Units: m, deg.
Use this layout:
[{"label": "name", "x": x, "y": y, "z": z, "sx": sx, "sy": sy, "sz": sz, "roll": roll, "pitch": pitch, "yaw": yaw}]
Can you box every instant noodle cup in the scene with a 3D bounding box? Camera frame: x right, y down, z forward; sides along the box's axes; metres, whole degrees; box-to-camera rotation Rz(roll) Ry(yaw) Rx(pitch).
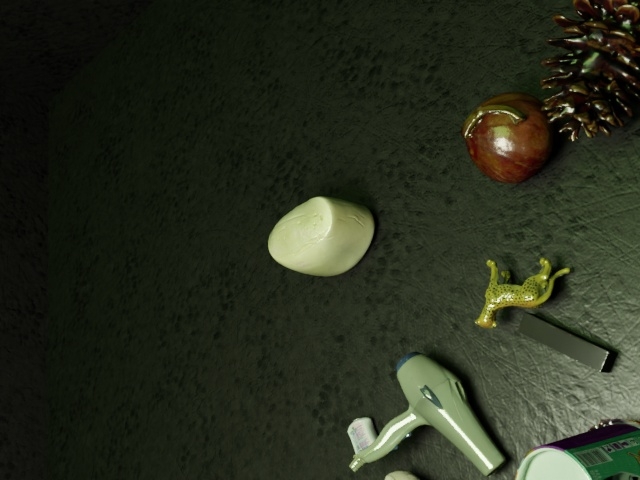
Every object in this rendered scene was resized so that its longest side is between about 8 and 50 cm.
[{"label": "instant noodle cup", "x": 0.463, "y": 0.433, "z": 1.258, "sx": 0.251, "sy": 0.190, "sz": 0.251, "roll": -7, "pitch": 82, "yaw": 61}]

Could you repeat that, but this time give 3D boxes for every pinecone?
[{"label": "pinecone", "x": 0.532, "y": -0.329, "z": 1.419, "sx": 0.246, "sy": 0.246, "sz": 0.292, "roll": 30, "pitch": 102, "yaw": 45}]

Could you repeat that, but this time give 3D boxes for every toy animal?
[{"label": "toy animal", "x": 0.408, "y": 0.109, "z": 1.513, "sx": 0.181, "sy": 0.073, "sz": 0.136, "roll": -5, "pitch": 54, "yaw": 39}]

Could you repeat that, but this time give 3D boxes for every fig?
[{"label": "fig", "x": 0.387, "y": -0.221, "z": 1.557, "sx": 0.205, "sy": 0.205, "sz": 0.205, "roll": -14, "pitch": 69, "yaw": 42}]

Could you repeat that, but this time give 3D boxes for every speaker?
[{"label": "speaker", "x": 0.479, "y": 0.199, "z": 1.461, "sx": 0.191, "sy": 0.040, "sz": 0.046, "roll": 26, "pitch": 98, "yaw": 45}]

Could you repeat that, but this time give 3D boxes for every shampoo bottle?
[{"label": "shampoo bottle", "x": 0.103, "y": 0.465, "z": 1.758, "sx": 0.072, "sy": 0.043, "sz": 0.099, "roll": -43, "pitch": 52, "yaw": 28}]

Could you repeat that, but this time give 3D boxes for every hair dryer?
[{"label": "hair dryer", "x": 0.241, "y": 0.422, "z": 1.575, "sx": 0.296, "sy": 0.119, "sz": 0.298, "roll": 26, "pitch": 88, "yaw": 32}]

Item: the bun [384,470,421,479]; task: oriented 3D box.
[{"label": "bun", "x": 0.200, "y": 0.559, "z": 1.608, "sx": 0.138, "sy": 0.094, "sz": 0.138, "roll": 167, "pitch": 90, "yaw": -72}]

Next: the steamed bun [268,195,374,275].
[{"label": "steamed bun", "x": 0.000, "y": 0.000, "z": 1.875, "sx": 0.250, "sy": 0.200, "sz": 0.154, "roll": -37, "pitch": 56, "yaw": 35}]
